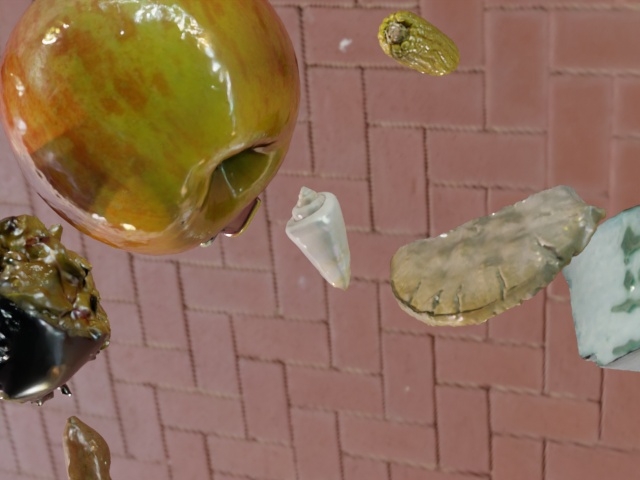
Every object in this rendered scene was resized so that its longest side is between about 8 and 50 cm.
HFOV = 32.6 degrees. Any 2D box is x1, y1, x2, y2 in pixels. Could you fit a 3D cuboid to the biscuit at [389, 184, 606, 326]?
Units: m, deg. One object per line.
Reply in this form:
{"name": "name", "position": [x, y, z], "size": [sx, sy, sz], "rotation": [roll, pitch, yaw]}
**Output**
{"name": "biscuit", "position": [0.164, 0.029, 1.139], "size": [0.289, 0.141, 0.038], "rotation": [-21, 128, 44]}

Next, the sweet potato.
{"name": "sweet potato", "position": [-0.262, 0.316, 1.340], "size": [0.065, 0.051, 0.218], "rotation": [-29, 87, -13]}

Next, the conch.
{"name": "conch", "position": [0.005, -0.007, 1.753], "size": [0.104, 0.094, 0.176], "rotation": [-12, 124, 38]}

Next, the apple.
{"name": "apple", "position": [-0.155, -0.121, 1.047], "size": [0.301, 0.301, 0.302], "rotation": [9, 120, 17]}

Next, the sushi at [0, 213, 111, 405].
{"name": "sushi", "position": [-0.387, 0.092, 1.480], "size": [0.213, 0.200, 0.204], "rotation": [36, 94, 12]}

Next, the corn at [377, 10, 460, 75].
{"name": "corn", "position": [0.161, -0.302, 1.718], "size": [0.080, 0.231, 0.080], "rotation": [-2, 85, 26]}

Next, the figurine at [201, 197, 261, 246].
{"name": "figurine", "position": [-0.172, -0.041, 1.598], "size": [0.082, 0.154, 0.098], "rotation": [25, 99, 35]}

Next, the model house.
{"name": "model house", "position": [0.629, 0.103, 1.833], "size": [0.329, 0.252, 0.295], "rotation": [17, 146, -23]}
